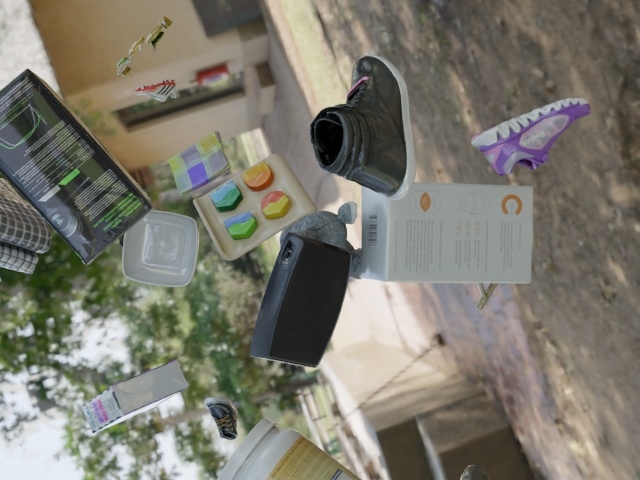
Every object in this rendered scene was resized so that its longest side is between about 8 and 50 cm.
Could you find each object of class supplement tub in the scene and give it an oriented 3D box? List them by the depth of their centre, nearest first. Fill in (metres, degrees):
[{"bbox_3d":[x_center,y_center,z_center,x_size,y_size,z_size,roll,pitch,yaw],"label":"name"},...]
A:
[{"bbox_3d":[-0.056,0.571,2.073,0.316,0.228,0.228,35,167,11],"label":"supplement tub"}]

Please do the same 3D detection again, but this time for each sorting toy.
[{"bbox_3d":[-0.135,-0.075,1.822,0.193,0.208,0.038,58,174,40],"label":"sorting toy"}]

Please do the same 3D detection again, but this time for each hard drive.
[{"bbox_3d":[-0.031,0.125,1.809,0.054,0.172,0.254,18,90,53],"label":"hard drive"}]

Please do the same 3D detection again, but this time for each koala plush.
[{"bbox_3d":[0.000,0.000,2.052,0.203,0.196,0.221,59,166,15],"label":"koala plush"}]

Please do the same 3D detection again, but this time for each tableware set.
[{"bbox_3d":[-0.359,-0.394,1.869,0.024,0.154,0.104,40,-170,-27],"label":"tableware set"}]

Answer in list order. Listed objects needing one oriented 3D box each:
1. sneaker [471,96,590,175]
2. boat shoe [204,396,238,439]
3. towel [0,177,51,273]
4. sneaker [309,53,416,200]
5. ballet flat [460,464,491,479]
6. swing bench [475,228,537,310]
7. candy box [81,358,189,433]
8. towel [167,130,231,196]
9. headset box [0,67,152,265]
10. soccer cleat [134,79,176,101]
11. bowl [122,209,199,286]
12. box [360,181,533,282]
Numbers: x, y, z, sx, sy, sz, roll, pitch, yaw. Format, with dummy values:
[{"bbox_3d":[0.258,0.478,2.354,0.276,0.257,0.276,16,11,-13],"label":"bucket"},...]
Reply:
[{"bbox_3d":[0.402,-0.190,1.706,0.104,0.236,0.095,66,169,0],"label":"sneaker"},{"bbox_3d":[-0.268,0.494,2.544,0.183,0.065,0.083,60,-162,-59],"label":"boat shoe"},{"bbox_3d":[-0.687,-0.069,1.801,0.235,0.121,0.284,21,-164,-50],"label":"towel"},{"bbox_3d":[0.055,-0.203,1.431,0.104,0.147,0.295,-46,39,40],"label":"sneaker"},{"bbox_3d":[0.255,0.479,1.475,0.058,0.084,0.249,-5,103,43],"label":"ballet flat"},{"bbox_3d":[0.378,-0.002,2.368,0.253,0.254,0.165,29,157,39],"label":"swing bench"},{"bbox_3d":[-0.402,0.338,1.978,0.196,0.165,0.070,-34,79,51],"label":"candy box"},{"bbox_3d":[-0.155,-0.099,1.177,0.009,0.083,0.060,23,-136,-64],"label":"towel"},{"bbox_3d":[-0.385,-0.106,1.401,0.283,0.131,0.246,49,175,-13],"label":"headset box"},{"bbox_3d":[-0.280,-0.253,1.566,0.029,0.083,0.035,7,112,42],"label":"soccer cleat"},{"bbox_3d":[-0.301,0.014,1.754,0.053,0.142,0.142,-49,-32,-84],"label":"bowl"},{"bbox_3d":[0.275,-0.016,2.018,0.168,0.345,0.215,-177,89,-74],"label":"box"}]
